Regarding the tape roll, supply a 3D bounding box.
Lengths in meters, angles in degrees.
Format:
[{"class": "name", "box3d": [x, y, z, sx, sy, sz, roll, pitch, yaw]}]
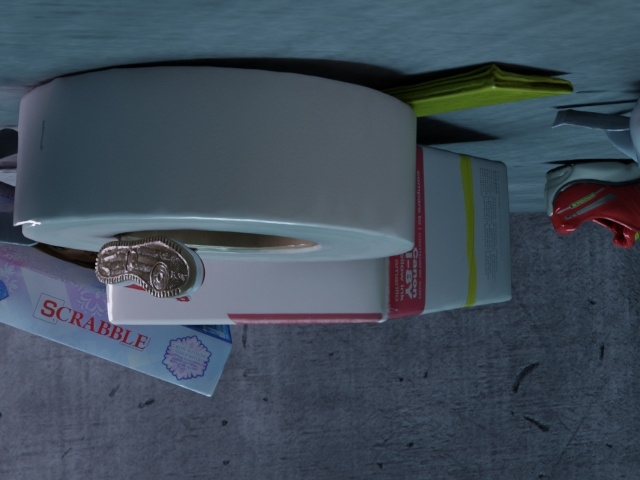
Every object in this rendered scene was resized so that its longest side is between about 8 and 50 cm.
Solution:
[{"class": "tape roll", "box3d": [-0.073, -0.046, 0.934, 0.286, 0.100, 0.286, 2, 174, 0]}]

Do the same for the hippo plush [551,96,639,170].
[{"class": "hippo plush", "box3d": [0.330, -0.004, 1.048, 0.294, 0.237, 0.234, -3, 178, 35]}]

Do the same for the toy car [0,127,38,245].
[{"class": "toy car", "box3d": [-0.337, -0.029, 1.102, 0.188, 0.155, 0.149, -15, 180, -7]}]

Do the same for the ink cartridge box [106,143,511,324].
[{"class": "ink cartridge box", "box3d": [0.008, -0.005, 1.272, 0.279, 0.160, 0.384, -3, 179, 24]}]

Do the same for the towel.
[{"class": "towel", "box3d": [0.063, -0.106, 0.973, 0.237, 0.021, 0.102, -4, -179, 43]}]

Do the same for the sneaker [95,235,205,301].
[{"class": "sneaker", "box3d": [-0.100, 0.021, 0.902, 0.067, 0.042, 0.118, 12, 176, -40]}]

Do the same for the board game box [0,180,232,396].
[{"class": "board game box", "box3d": [-0.258, 0.036, 1.388, 0.318, 0.066, 0.319, 21, -170, -12]}]

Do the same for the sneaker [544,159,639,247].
[{"class": "sneaker", "box3d": [0.434, -0.049, 1.779, 0.279, 0.118, 0.107, -2, 179, -16]}]
